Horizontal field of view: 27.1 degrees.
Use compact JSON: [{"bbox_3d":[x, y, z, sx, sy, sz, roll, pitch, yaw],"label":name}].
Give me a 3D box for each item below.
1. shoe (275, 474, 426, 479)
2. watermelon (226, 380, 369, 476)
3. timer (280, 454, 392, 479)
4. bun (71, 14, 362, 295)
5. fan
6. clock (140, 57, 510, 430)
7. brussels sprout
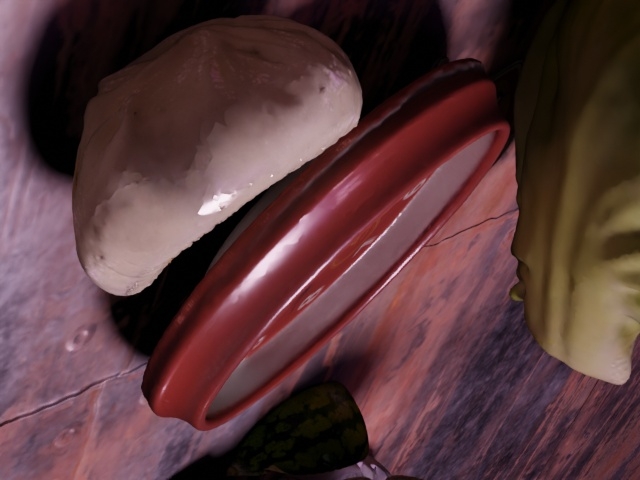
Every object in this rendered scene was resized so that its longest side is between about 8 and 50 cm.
[{"bbox_3d":[0.006,0.293,1.151,0.198,0.351,0.172,82,13,-74],"label":"shoe"},{"bbox_3d":[0.001,0.182,1.194,0.163,0.069,0.087,-10,135,-49],"label":"watermelon"},{"bbox_3d":[-0.012,0.299,1.343,0.191,0.069,0.208,-52,153,5],"label":"timer"},{"bbox_3d":[-0.069,-0.055,0.706,0.183,0.102,0.183,-38,-178,1],"label":"bun"},{"bbox_3d":[0.115,-0.096,1.042,0.132,0.009,0.220,-50,156,-1],"label":"fan"},{"bbox_3d":[0.000,0.000,0.895,0.318,0.080,0.318,-42,171,-9],"label":"clock"},{"bbox_3d":[0.325,-0.118,0.986,0.425,0.342,0.361,-33,124,-35],"label":"brussels sprout"}]
